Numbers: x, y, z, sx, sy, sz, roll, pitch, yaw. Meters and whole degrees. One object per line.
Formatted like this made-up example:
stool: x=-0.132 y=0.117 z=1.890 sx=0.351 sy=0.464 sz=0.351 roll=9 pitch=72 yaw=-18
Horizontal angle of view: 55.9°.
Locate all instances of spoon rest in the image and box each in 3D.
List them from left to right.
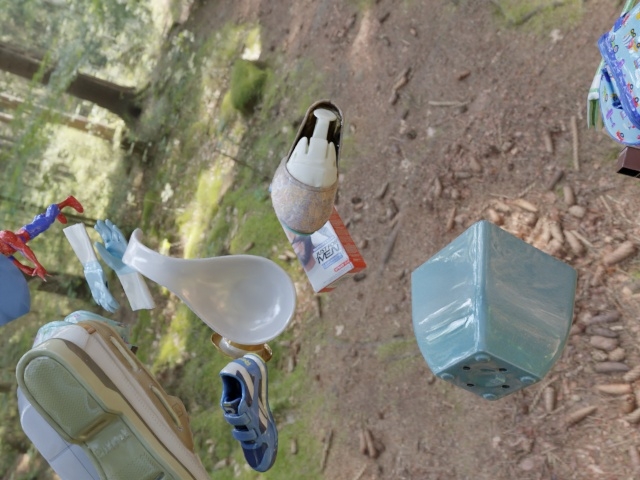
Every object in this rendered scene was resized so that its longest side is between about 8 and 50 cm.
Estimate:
spoon rest: x=-0.169 y=0.064 z=0.903 sx=0.084 sy=0.277 sz=0.137 roll=-73 pitch=5 yaw=-84

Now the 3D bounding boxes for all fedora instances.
fedora: x=-0.220 y=0.287 z=1.762 sx=0.194 sy=0.194 sz=0.079 roll=41 pitch=113 yaw=54

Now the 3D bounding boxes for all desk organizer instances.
desk organizer: x=0.721 y=-0.161 z=1.317 sx=0.047 sy=0.130 sz=0.050 roll=64 pitch=-137 yaw=-76

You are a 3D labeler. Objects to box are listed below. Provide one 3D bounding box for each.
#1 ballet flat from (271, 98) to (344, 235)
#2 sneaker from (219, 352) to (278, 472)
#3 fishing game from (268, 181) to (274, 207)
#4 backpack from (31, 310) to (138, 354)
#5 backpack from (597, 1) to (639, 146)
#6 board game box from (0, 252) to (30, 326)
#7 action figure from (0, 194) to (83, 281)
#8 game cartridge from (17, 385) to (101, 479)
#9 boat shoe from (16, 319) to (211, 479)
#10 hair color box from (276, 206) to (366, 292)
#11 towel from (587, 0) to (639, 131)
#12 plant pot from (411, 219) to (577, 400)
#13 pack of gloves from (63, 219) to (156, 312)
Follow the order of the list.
ballet flat: x=-0.013 y=-0.141 z=0.994 sx=0.315 sy=0.108 sz=0.106 roll=-84 pitch=11 yaw=-50
sneaker: x=-0.092 y=0.213 z=0.735 sx=0.053 sy=0.059 sz=0.144 roll=-15 pitch=84 yaw=34
fishing game: x=-0.047 y=-0.082 z=1.460 sx=0.041 sy=0.189 sz=0.264 roll=-51 pitch=1 yaw=-15
backpack: x=-0.492 y=0.226 z=1.245 sx=0.166 sy=0.188 sz=0.144 roll=-23 pitch=56 yaw=42
backpack: x=0.368 y=-0.175 z=0.652 sx=0.173 sy=0.117 sz=0.158 roll=128 pitch=136 yaw=-68
board game box: x=-0.487 y=0.075 z=0.816 sx=0.033 sy=0.169 sz=0.133 roll=-38 pitch=90 yaw=31
action figure: x=-0.587 y=0.013 z=1.263 sx=0.092 sy=0.139 sz=0.280 roll=-30 pitch=10 yaw=23
game cartridge: x=-0.274 y=0.300 z=0.754 sx=0.060 sy=0.294 sz=0.196 roll=-39 pitch=15 yaw=-28
boat shoe: x=-0.183 y=0.213 z=0.646 sx=0.113 sy=0.302 sz=0.103 roll=-29 pitch=10 yaw=22
hair color box: x=0.000 y=0.000 z=1.087 sx=0.093 sy=0.053 sz=0.167 roll=-37 pitch=70 yaw=26
towel: x=0.634 y=-0.409 z=1.251 sx=0.038 sy=0.248 sz=0.324 roll=25 pitch=94 yaw=26
plant pot: x=0.331 y=0.161 z=1.187 sx=0.248 sy=0.247 sz=0.252 roll=-47 pitch=21 yaw=48
pack of gloves: x=-0.498 y=0.068 z=1.380 sx=0.195 sy=0.046 sz=0.232 roll=-12 pitch=106 yaw=34
